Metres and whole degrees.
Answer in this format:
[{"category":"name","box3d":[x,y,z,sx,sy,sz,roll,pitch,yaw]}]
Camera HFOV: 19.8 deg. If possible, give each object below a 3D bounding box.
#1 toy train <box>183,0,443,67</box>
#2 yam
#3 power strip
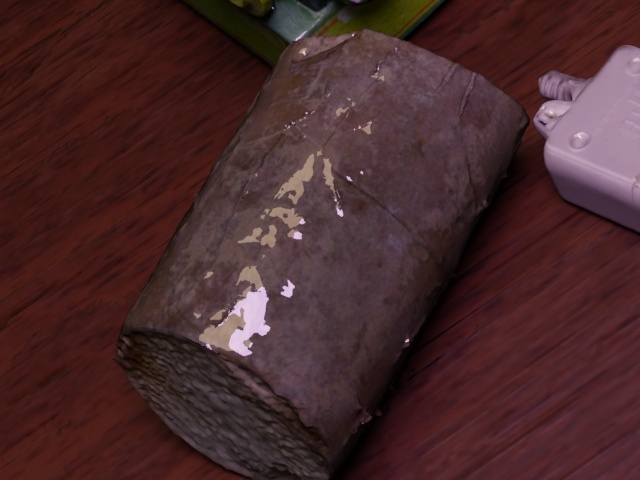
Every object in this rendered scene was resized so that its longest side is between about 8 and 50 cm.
[{"category":"toy train","box3d":[-0.041,-0.219,1.233,0.159,0.188,0.271,-44,54,-9]},{"category":"yam","box3d":[0.000,0.000,1.082,0.161,0.161,0.268,17,68,32]},{"category":"power strip","box3d":[0.258,-0.028,1.049,0.338,0.058,0.098,27,71,35]}]
